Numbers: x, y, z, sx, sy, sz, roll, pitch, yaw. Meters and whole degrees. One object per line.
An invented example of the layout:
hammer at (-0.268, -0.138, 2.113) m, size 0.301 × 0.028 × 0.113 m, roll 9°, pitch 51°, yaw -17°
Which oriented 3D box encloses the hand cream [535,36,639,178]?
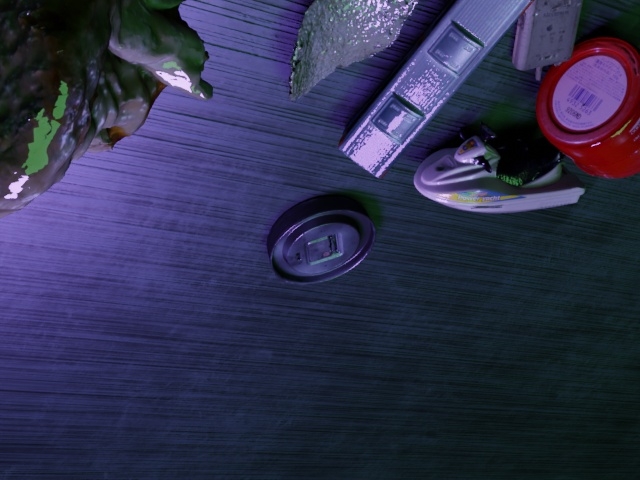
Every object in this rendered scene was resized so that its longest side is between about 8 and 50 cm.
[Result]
hand cream at (0.432, -0.200, 1.700) m, size 0.193 × 0.193 × 0.125 m, roll -40°, pitch 137°, yaw 22°

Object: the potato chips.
potato chips at (0.037, -0.276, 1.525) m, size 0.228 × 0.059 × 0.167 m, roll -33°, pitch 148°, yaw 7°

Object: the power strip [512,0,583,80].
power strip at (0.329, -0.328, 1.618) m, size 0.092 × 0.034 × 0.268 m, roll -15°, pitch 142°, yaw -10°

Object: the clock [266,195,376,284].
clock at (0.000, 0.000, 1.854) m, size 0.184 × 0.040 × 0.184 m, roll -14°, pitch 142°, yaw -11°

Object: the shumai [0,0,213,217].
shumai at (-0.283, -0.208, 1.241) m, size 0.324 × 0.397 × 0.323 m, roll 3°, pitch 177°, yaw 33°

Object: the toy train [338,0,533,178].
toy train at (0.174, -0.255, 1.571) m, size 0.086 × 0.089 × 0.409 m, roll 36°, pitch 123°, yaw -8°

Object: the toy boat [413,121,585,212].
toy boat at (0.285, -0.113, 1.784) m, size 0.269 × 0.141 × 0.141 m, roll 4°, pitch 136°, yaw -27°
